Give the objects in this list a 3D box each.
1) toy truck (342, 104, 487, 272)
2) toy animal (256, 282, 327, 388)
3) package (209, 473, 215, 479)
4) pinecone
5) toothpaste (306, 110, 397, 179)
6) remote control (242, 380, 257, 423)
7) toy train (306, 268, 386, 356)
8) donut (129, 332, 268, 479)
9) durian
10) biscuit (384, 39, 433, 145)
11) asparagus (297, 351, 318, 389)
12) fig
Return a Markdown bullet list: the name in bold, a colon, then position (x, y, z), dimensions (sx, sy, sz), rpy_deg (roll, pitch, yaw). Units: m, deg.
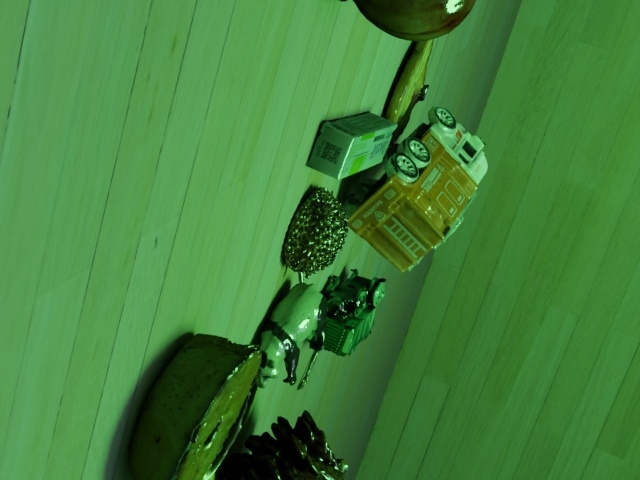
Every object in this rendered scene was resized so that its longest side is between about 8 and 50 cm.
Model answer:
- **toy truck**: position (0.213, -0.108, 2.326), dimensions (0.173, 0.207, 0.387), rpy_deg (-43, -176, 38)
- **toy animal**: position (-0.059, 0.174, 2.044), dimensions (0.225, 0.094, 0.121), rpy_deg (-50, 150, -30)
- **package**: position (-0.227, 0.422, 1.743), dimensions (0.226, 0.090, 0.168), rpy_deg (-50, 157, -49)
- **pinecone**: position (-0.076, 0.494, 2.149), dimensions (0.296, 0.242, 0.298), rpy_deg (-30, 111, -48)
- **toothpaste**: position (0.063, -0.175, 2.028), dimensions (0.081, 0.067, 0.336), rpy_deg (-68, 168, 15)
- **remote control**: position (-0.132, 0.298, 2.117), dimensions (0.034, 0.016, 0.091), rpy_deg (-82, -171, -71)
- **toy train**: position (0.064, 0.153, 2.484), dimensions (0.269, 0.115, 0.154), rpy_deg (-30, 135, -72)
- **donut**: position (-0.185, 0.253, 1.625), dimensions (0.272, 0.107, 0.272), rpy_deg (-57, 166, -24)
- **durian**: position (0.000, 0.000, 1.993), dimensions (0.148, 0.091, 0.188), rpy_deg (-40, 152, -65)
- **biscuit**: position (0.185, -0.321, 2.372), dimensions (0.260, 0.041, 0.203), rpy_deg (-70, 165, 4)
- **asparagus**: position (-0.013, 0.270, 2.582), dimensions (0.162, 0.016, 0.016), rpy_deg (-65, -174, -17)
- **fig**: position (0.124, -0.398, 1.617), dimensions (0.235, 0.214, 0.235), rpy_deg (-5, 90, -71)
